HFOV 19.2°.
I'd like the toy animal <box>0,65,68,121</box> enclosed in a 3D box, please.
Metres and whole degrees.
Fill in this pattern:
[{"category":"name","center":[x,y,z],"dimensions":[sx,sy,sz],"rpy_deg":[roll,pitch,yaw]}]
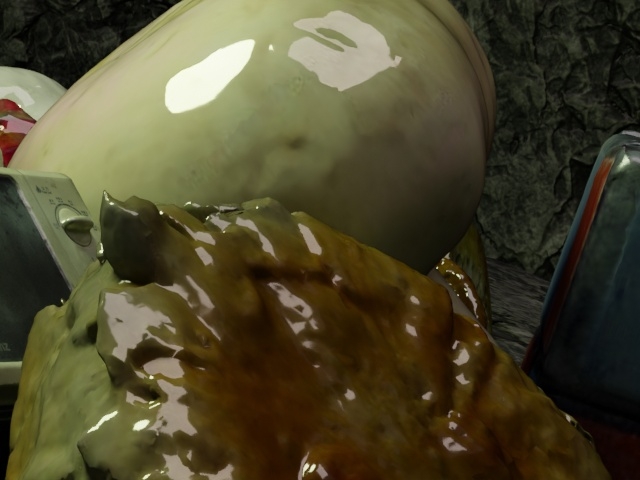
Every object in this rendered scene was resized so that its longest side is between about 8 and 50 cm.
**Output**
[{"category":"toy animal","center":[-0.363,-0.075,1.702],"dimensions":[0.357,0.194,0.258],"rpy_deg":[13,15,20]}]

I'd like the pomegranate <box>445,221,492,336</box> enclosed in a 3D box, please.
[{"category":"pomegranate","center":[0.067,0.070,1.648],"dimensions":[0.159,0.190,0.241],"rpy_deg":[-4,0,20]}]

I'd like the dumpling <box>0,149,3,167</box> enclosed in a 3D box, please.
[{"category":"dumpling","center":[-0.328,-0.068,1.135],"dimensions":[0.395,0.315,0.233],"rpy_deg":[42,28,24]}]

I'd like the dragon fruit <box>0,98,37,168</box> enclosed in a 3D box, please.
[{"category":"dragon fruit","center":[-0.229,0.006,1.305],"dimensions":[0.274,0.126,0.161],"rpy_deg":[49,30,12]}]

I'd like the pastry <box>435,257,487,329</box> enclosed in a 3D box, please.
[{"category":"pastry","center":[0.040,0.088,1.382],"dimensions":[0.103,0.189,0.188],"rpy_deg":[13,9,-29]}]

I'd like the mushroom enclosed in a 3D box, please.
[{"category":"mushroom","center":[-0.014,-0.031,1.168],"dimensions":[0.353,0.325,0.353],"rpy_deg":[17,-11,3]}]

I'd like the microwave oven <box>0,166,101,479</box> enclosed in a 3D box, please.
[{"category":"microwave oven","center":[-0.223,0.061,0.915],"dimensions":[0.145,0.194,0.240],"rpy_deg":[58,21,16]}]

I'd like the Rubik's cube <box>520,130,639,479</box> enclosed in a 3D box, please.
[{"category":"Rubik's cube","center":[0.287,0.122,1.237],"dimensions":[0.316,0.318,0.313],"rpy_deg":[18,7,4]}]

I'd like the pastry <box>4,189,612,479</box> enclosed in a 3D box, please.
[{"category":"pastry","center":[0.000,0.131,0.822],"dimensions":[0.329,0.136,0.330],"rpy_deg":[29,37,-24]}]
